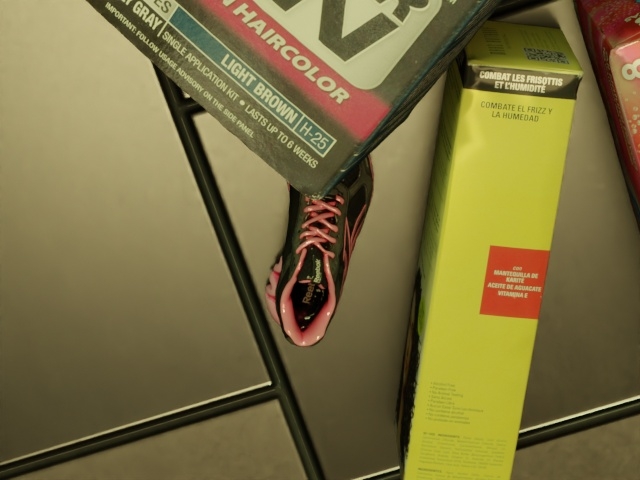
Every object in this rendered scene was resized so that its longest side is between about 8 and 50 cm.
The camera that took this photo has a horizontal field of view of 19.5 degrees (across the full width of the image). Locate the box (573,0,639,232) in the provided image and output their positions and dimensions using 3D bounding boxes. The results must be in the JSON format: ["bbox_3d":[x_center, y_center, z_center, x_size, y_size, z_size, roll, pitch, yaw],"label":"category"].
[{"bbox_3d":[0.217,-0.011,0.891,0.123,0.128,0.256,-18,111,6],"label":"box"}]

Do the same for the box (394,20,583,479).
[{"bbox_3d":[0.079,0.013,0.922,0.058,0.087,0.232,7,110,-3],"label":"box"}]

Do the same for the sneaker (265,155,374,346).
[{"bbox_3d":[0.000,0.000,0.932,0.047,0.057,0.119,8,109,-2],"label":"sneaker"}]

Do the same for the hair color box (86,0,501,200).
[{"bbox_3d":[0.042,-0.195,0.748,0.174,0.105,0.347,41,128,3],"label":"hair color box"}]
